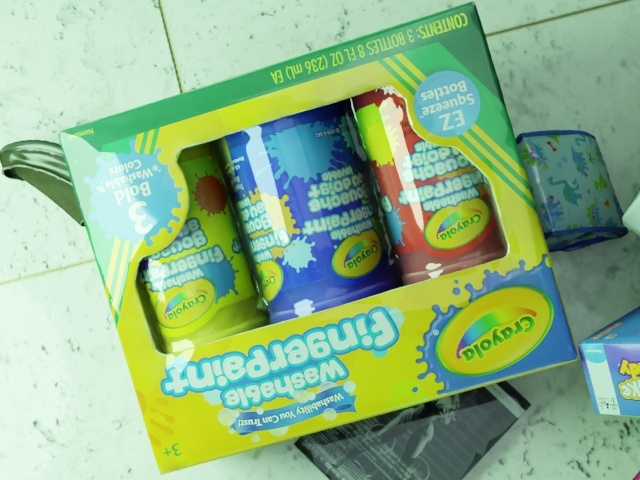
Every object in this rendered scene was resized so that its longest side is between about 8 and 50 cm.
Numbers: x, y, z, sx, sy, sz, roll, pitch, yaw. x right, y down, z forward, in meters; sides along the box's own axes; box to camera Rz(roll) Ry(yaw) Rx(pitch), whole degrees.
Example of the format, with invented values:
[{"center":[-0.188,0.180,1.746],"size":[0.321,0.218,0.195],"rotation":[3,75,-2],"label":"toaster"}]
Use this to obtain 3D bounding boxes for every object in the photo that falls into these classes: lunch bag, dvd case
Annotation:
[{"center":[0.279,-0.056,1.325],"size":[0.151,0.096,0.129],"rotation":[-8,76,-31],"label":"lunch bag"},{"center":[0.104,0.209,1.308],"size":[0.164,0.018,0.221],"rotation":[43,83,10],"label":"dvd case"}]

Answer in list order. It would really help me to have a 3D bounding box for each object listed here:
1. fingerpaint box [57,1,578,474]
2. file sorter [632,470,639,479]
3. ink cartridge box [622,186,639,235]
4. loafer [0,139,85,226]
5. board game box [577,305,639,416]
[{"center":[0.000,0.000,1.208],"size":[0.445,0.163,0.371],"rotation":[-16,92,7],"label":"fingerpaint box"},{"center":[0.388,0.301,1.053],"size":[0.202,0.290,0.182],"rotation":[20,67,12],"label":"file sorter"},{"center":[0.463,-0.128,1.201],"size":[0.129,0.223,0.307],"rotation":[36,42,6],"label":"ink cartridge box"},{"center":[-0.275,-0.057,1.338],"size":[0.220,0.080,0.078],"rotation":[15,78,4],"label":"loafer"},{"center":[0.458,0.077,1.141],"size":[0.347,0.233,0.078],"rotation":[-22,101,-37],"label":"board game box"}]
